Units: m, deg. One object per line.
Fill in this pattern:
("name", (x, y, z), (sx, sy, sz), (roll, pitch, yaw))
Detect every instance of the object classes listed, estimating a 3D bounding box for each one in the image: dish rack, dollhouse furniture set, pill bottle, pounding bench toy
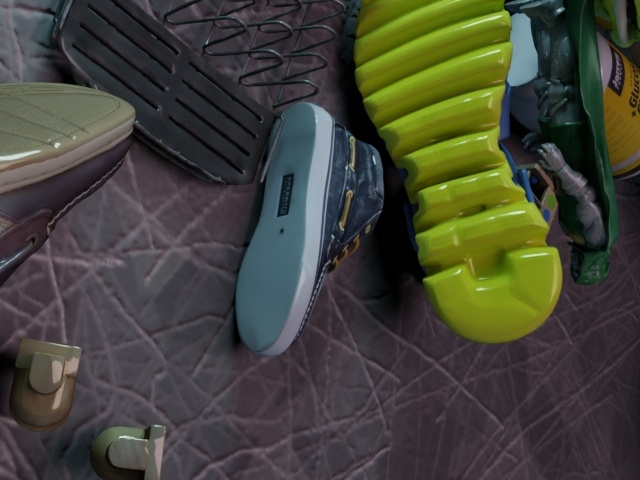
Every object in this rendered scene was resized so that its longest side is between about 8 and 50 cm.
("dish rack", (-0.057, -0.182, 0.796), (0.208, 0.074, 0.271), (36, 62, -38))
("dollhouse furniture set", (-0.170, 0.132, 0.683), (0.151, 0.123, 0.144), (10, 77, -11))
("pill bottle", (0.228, -0.131, 1.073), (0.184, 0.103, 0.103), (27, 68, -43))
("pounding bench toy", (0.179, -0.019, 1.048), (0.083, 0.052, 0.065), (46, 55, -34))

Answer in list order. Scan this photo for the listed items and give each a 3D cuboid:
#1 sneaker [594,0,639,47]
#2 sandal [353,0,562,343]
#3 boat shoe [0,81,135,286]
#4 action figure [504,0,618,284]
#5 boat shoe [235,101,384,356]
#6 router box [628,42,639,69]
("sneaker", (0.244, -0.208, 0.915), (0.385, 0.145, 0.147), (45, 58, -85))
("sandal", (0.102, -0.075, 0.945), (0.138, 0.126, 0.317), (36, 45, -82))
("boat shoe", (-0.199, -0.006, 0.619), (0.285, 0.103, 0.092), (-42, 141, -53))
("action figure", (0.193, -0.074, 0.938), (0.137, 0.063, 0.232), (-101, 176, -77))
("boat shoe", (0.000, 0.000, 0.846), (0.083, 0.065, 0.183), (26, 67, -41))
("router box", (0.477, -0.144, 1.229), (0.301, 0.082, 0.335), (-44, 118, -28))
